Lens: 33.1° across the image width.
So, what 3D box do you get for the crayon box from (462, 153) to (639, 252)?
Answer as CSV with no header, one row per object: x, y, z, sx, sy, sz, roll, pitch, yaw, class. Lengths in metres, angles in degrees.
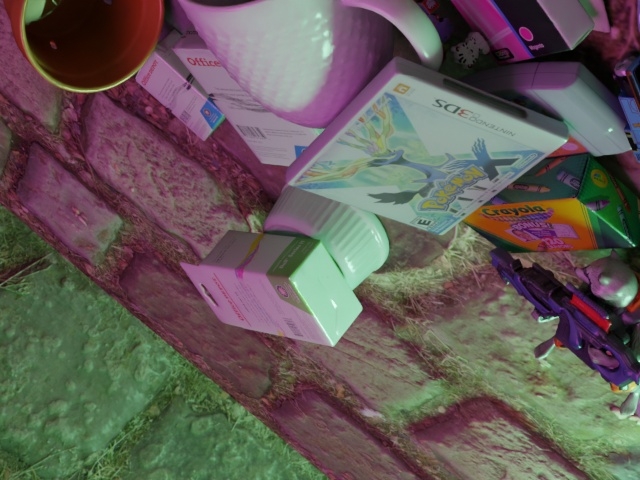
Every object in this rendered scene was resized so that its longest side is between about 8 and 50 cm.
0.364,-0.054,1.754,0.165,0.081,0.278,33,158,-32,crayon box

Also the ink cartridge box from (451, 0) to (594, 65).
0.207,-0.408,1.474,0.371,0.069,0.175,52,162,-17,ink cartridge box

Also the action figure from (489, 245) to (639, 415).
0.450,0.118,1.823,0.341,0.178,0.330,48,160,28,action figure

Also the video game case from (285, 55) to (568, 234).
0.153,-0.128,1.627,0.300,0.036,0.329,17,147,-23,video game case

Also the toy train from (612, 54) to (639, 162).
0.469,-0.185,1.500,0.105,0.080,0.184,11,141,51,toy train

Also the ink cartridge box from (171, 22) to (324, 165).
-0.081,-0.275,1.920,0.223,0.129,0.307,11,150,43,ink cartridge box

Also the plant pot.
-0.473,-0.450,2.046,0.203,0.291,0.291,35,156,42,plant pot

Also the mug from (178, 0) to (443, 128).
0.007,-0.316,1.564,0.374,0.276,0.328,18,157,33,mug

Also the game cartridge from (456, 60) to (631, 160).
0.313,-0.189,1.644,0.198,0.062,0.297,29,160,-32,game cartridge

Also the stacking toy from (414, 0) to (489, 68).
0.146,-0.348,1.605,0.221,0.052,0.167,50,174,-19,stacking toy

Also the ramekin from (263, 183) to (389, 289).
0.000,0.000,2.261,0.273,0.127,0.273,29,149,19,ramekin

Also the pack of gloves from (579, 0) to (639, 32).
0.388,-0.359,1.398,0.195,0.046,0.232,21,157,32,pack of gloves

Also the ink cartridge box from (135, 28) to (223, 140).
-0.265,-0.311,2.176,0.190,0.082,0.139,43,151,-4,ink cartridge box

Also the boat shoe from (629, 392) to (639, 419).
0.653,0.346,1.994,0.335,0.121,0.119,58,172,-10,boat shoe

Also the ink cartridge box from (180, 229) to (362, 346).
-0.110,0.092,2.262,0.353,0.119,0.207,7,138,44,ink cartridge box
